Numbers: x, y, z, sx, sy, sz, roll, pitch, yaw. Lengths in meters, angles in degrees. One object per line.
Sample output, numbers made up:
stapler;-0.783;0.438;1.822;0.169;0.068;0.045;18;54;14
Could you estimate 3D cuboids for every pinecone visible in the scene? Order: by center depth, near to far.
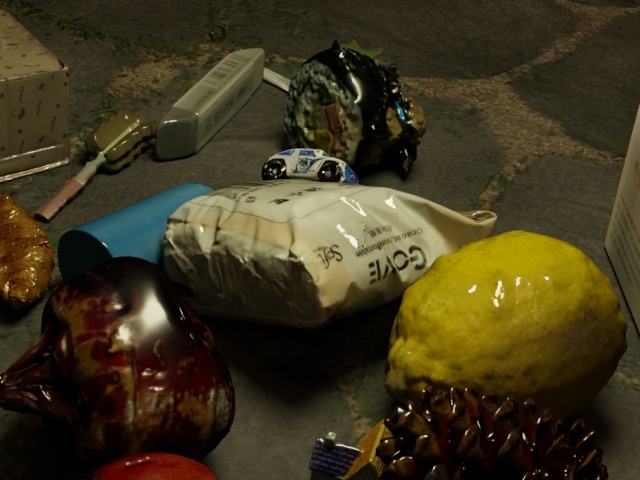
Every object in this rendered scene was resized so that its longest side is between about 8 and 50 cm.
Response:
pinecone;0.189;0.283;1.361;0.292;0.246;0.246;26;40;24

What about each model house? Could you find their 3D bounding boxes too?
model house;0.040;0.271;1.470;0.100;0.100;0.088;13;37;10

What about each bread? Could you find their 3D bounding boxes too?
bread;-0.444;0.023;1.753;0.105;0.076;0.233;-17;48;-11

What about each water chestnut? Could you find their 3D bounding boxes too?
water chestnut;-0.244;0.167;1.449;0.244;0.289;0.289;-34;42;2

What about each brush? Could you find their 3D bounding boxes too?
brush;-0.377;-0.127;1.986;0.084;0.071;0.301;23;44;15

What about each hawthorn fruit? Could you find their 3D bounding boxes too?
hawthorn fruit;-0.172;0.317;1.309;0.251;0.189;0.189;-15;41;-32

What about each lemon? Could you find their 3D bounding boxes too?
lemon;0.237;0.127;1.571;0.316;0.285;0.285;-18;37;5

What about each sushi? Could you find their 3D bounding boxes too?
sushi;0.071;-0.222;2.061;0.218;0.225;0.238;1;57;-33

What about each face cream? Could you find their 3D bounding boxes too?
face cream;-0.093;-0.317;2.325;0.115;0.020;0.038;28;40;25

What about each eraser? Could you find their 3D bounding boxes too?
eraser;-0.195;-0.252;2.161;0.061;0.089;0.352;19;38;13

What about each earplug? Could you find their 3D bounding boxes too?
earplug;-0.249;-0.006;1.789;0.132;0.132;0.273;27;37;26

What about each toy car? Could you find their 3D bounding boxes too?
toy car;-0.020;-0.108;1.961;0.170;0.080;0.070;5;64;30

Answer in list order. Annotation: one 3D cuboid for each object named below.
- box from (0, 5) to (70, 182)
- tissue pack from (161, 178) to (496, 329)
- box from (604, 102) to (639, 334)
box;-0.584;-0.250;2.014;0.225;0.190;0.297;-19;43;-33
tissue pack;0.000;0.000;1.713;0.375;0.195;0.390;-19;18;-38
box;0.628;-0.022;1.789;0.300;0.312;0.314;2;35;-4
